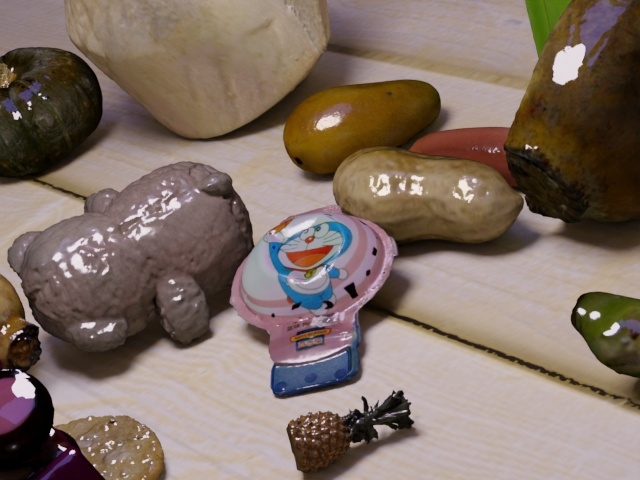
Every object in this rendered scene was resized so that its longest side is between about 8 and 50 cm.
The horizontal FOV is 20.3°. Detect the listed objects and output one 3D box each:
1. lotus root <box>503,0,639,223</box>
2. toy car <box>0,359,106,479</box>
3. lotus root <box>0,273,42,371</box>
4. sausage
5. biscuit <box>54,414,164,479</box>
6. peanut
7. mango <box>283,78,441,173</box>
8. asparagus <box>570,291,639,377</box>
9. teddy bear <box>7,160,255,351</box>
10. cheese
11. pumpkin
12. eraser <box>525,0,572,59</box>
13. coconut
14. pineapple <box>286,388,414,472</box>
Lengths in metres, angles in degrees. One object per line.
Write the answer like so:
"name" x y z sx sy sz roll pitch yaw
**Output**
"lotus root" 0.322 -0.133 1.866 0.149 0.267 0.260 25 56 41
"toy car" -0.305 0.225 1.506 0.240 0.271 0.341 -40 52 -13
"lotus root" -0.423 0.093 1.959 0.284 0.160 0.146 12 23 30
"sausage" 0.189 -0.097 2.079 0.194 0.077 0.077 2 31 33
"biscuit" -0.253 0.233 1.723 0.220 0.033 0.220 -13 24 6
"peanut" 0.116 -0.044 1.976 0.236 0.110 0.120 10 -7 37
"mango" 0.057 -0.152 2.251 0.228 0.099 0.136 -20 17 -26
"asparagus" 0.377 0.105 1.547 0.343 0.085 0.082 11 25 35
"teddy bear" -0.200 0.022 1.981 0.267 0.151 0.236 -36 57 -16
"cheese" -0.007 0.057 1.884 0.189 0.074 0.286 -14 38 12
"pumpkin" -0.420 -0.187 2.533 0.224 0.157 0.223 -20 32 13
"eraser" 0.327 -0.256 2.081 0.092 0.274 0.210 -30 28 -23
"coconut" -0.154 -0.344 2.465 0.345 0.415 0.415 -11 24 36
"pineapple" 0.033 0.176 1.651 0.124 0.058 0.058 -14 25 -10
